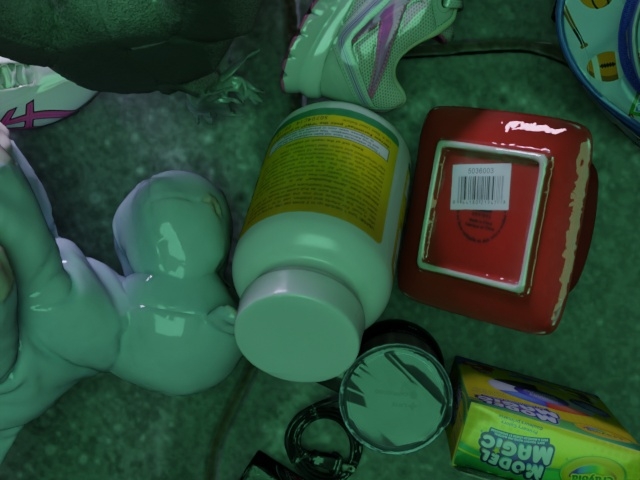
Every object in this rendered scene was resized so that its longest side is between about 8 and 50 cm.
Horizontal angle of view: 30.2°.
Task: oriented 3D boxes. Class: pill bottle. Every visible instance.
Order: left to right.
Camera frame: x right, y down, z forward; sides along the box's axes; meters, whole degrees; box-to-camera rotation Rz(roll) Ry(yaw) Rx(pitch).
[{"bbox_3d":[0.000,0.000,0.876,0.117,0.208,0.118,6,132,7],"label":"pill bottle"}]

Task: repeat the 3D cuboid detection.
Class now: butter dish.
[{"bbox_3d":[0.157,-0.017,0.929,0.160,0.118,0.160,13,96,44],"label":"butter dish"}]

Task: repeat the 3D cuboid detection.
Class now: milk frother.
[{"bbox_3d":[0.034,0.139,0.929,0.129,0.135,0.143,5,94,4],"label":"milk frother"}]

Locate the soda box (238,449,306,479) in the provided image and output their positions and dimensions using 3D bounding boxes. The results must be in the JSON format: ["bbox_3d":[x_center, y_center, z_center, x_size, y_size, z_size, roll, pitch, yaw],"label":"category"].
[{"bbox_3d":[0.002,0.245,0.978,0.169,0.053,0.060,33,94,0],"label":"soda box"}]

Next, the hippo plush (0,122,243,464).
[{"bbox_3d":[-0.168,0.043,0.885,0.236,0.234,0.294,-3,74,-8],"label":"hippo plush"}]

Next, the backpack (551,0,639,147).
[{"bbox_3d":[0.305,-0.160,0.870,0.263,0.213,0.276,37,98,11],"label":"backpack"}]

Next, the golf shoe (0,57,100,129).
[{"bbox_3d":[-0.262,-0.120,0.956,0.186,0.086,0.068,-16,91,3],"label":"golf shoe"}]

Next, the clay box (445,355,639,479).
[{"bbox_3d":[0.160,0.142,0.879,0.127,0.222,0.053,16,94,2],"label":"clay box"}]

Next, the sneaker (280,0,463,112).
[{"bbox_3d":[0.067,-0.209,0.932,0.111,0.103,0.252,27,101,-3],"label":"sneaker"}]

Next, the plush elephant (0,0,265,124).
[{"bbox_3d":[-0.129,-0.251,0.853,0.271,0.330,0.256,-8,76,16],"label":"plush elephant"}]
